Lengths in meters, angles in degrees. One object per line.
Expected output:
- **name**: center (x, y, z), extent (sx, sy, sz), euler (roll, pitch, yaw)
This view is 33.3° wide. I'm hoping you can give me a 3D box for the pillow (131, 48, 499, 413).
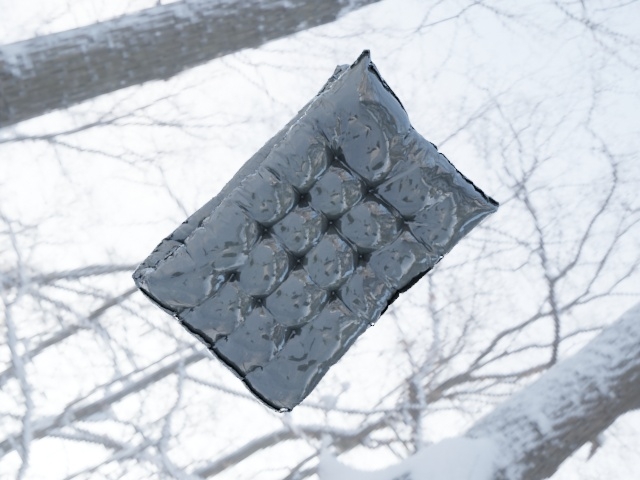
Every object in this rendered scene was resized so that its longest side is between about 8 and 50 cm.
- **pillow**: center (0.000, 0.000, 1.093), extent (0.228, 0.326, 0.101), euler (46, -6, -20)
